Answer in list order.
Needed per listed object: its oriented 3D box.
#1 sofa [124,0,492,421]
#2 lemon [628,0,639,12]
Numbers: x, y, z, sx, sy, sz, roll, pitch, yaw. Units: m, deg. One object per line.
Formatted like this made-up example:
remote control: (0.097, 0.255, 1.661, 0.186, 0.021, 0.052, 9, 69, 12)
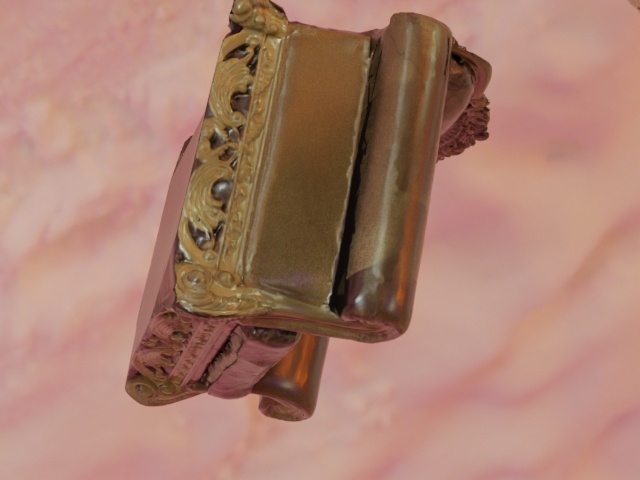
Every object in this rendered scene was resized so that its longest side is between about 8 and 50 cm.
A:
sofa: (0.000, 0.000, 0.848, 0.182, 0.200, 0.258, 15, 158, -9)
lemon: (0.182, -0.162, 0.549, 0.184, 0.184, 0.248, -20, 115, -15)
